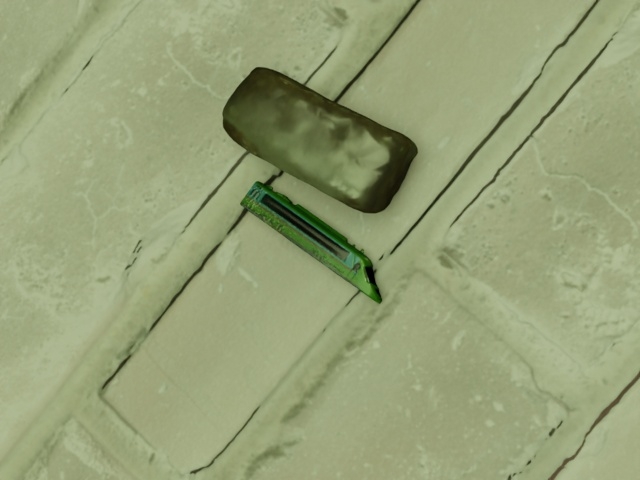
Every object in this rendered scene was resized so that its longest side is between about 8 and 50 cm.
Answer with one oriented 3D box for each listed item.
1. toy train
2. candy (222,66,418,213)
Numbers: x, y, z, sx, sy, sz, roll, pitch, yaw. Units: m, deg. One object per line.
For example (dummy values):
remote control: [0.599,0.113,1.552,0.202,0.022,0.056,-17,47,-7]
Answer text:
toy train: [0.000,0.000,1.981,0.209,0.044,0.042,35,93,14]
candy: [-0.004,-0.121,1.962,0.234,0.102,0.104,28,94,14]
